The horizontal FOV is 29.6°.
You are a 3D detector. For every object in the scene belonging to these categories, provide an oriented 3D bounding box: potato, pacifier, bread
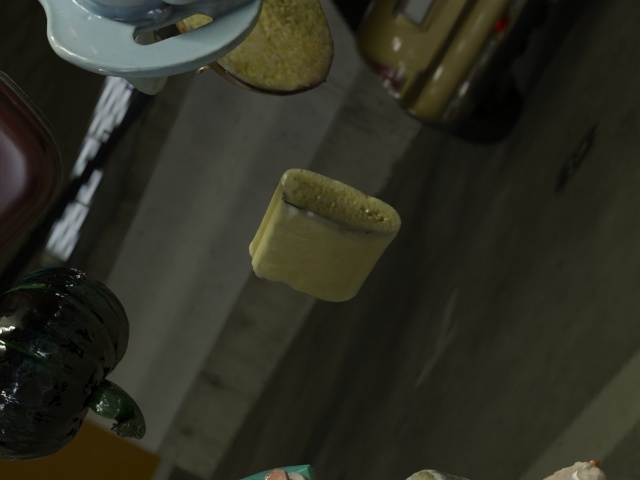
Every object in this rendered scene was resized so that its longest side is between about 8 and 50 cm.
[{"bbox_3d":[-0.120,-0.314,1.777,0.239,0.299,0.116,-17,-19,-39],"label":"potato"},{"bbox_3d":[-0.162,-0.217,1.108,0.227,0.279,0.207,-22,-35,-24],"label":"pacifier"},{"bbox_3d":[-0.001,0.000,1.310,0.178,0.139,0.060,116,175,-60],"label":"bread"}]

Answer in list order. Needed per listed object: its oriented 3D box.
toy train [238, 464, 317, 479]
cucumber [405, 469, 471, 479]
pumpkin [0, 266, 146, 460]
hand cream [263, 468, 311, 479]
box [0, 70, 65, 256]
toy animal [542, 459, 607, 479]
[{"bbox_3d":[-0.085,0.392,1.766,0.163,0.112,0.203,-16,-2,-28],"label":"toy train"},{"bbox_3d":[0.089,0.167,0.684,0.064,0.112,0.064,-41,39,46],"label":"cucumber"},{"bbox_3d":[-0.316,0.168,1.475,0.248,0.248,0.248,-63,4,7],"label":"pumpkin"},{"bbox_3d":[0.017,0.277,1.172,0.067,0.209,0.043,-11,51,39],"label":"hand cream"},{"bbox_3d":[-0.548,-0.070,1.712,0.404,0.263,0.108,-41,7,19],"label":"box"},{"bbox_3d":[0.331,0.478,1.701,0.188,0.226,0.358,-89,23,-78],"label":"toy animal"}]
